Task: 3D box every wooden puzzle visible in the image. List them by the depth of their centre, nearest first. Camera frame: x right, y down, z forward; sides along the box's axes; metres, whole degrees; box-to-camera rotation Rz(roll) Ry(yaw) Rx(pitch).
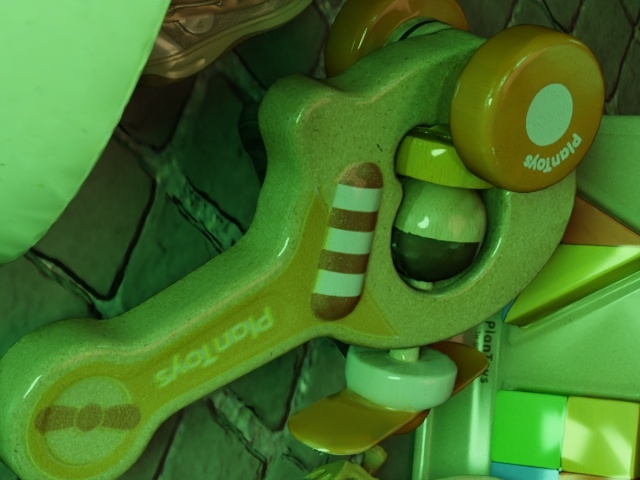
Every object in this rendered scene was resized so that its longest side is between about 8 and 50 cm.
[{"bbox_3d":[0.231,0.077,0.940,0.080,0.348,0.322,21,74,-70],"label":"wooden puzzle"}]

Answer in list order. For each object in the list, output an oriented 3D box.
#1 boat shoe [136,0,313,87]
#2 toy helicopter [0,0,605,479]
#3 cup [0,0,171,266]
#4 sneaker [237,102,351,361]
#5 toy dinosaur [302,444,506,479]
[{"bbox_3d":[-0.053,-0.132,0.795,0.153,0.056,0.048,-37,125,-37],"label":"boat shoe"},{"bbox_3d":[-0.007,0.031,0.777,0.355,0.140,0.235,-30,126,-23],"label":"toy helicopter"},{"bbox_3d":[-0.184,-0.172,0.450,0.237,0.331,0.331,10,82,-26],"label":"cup"},{"bbox_3d":[-0.002,0.000,0.868,0.170,0.051,0.089,46,53,-46],"label":"sneaker"},{"bbox_3d":[0.038,0.166,0.902,0.211,0.064,0.112,-30,111,-14],"label":"toy dinosaur"}]
